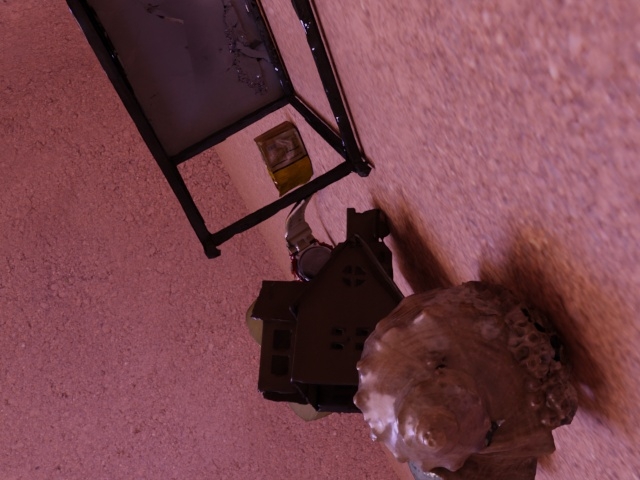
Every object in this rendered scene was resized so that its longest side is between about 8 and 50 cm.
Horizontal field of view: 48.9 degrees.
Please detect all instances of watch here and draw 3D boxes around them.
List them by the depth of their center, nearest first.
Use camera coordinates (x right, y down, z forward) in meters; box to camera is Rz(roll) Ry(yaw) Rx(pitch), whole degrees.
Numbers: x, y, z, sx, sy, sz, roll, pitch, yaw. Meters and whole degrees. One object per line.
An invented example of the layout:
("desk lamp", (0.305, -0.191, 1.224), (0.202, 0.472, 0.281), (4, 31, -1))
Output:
("watch", (0.002, 0.007, 1.276), (0.165, 0.102, 0.268), (53, 162, 9))

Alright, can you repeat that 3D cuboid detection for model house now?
("model house", (0.024, 0.076, 0.868), (0.211, 0.204, 0.244), (72, -159, -66))

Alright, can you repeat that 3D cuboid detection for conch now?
("conch", (0.125, 0.113, 0.583), (0.245, 0.162, 0.179), (-48, -51, -67))

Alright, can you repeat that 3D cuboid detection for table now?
("table", (-0.131, -0.211, 0.813), (0.272, 0.222, 0.335), (54, 170, 51))

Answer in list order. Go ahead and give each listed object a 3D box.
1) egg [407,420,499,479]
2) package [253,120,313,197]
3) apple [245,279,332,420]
("egg", (0.162, 0.228, 0.798), (0.132, 0.132, 0.172), (55, 161, 41))
("package", (-0.056, -0.128, 1.178), (0.047, 0.071, 0.131), (47, 163, 50))
("apple", (-0.010, 0.215, 1.516), (0.258, 0.233, 0.295), (-120, 6, -63))
